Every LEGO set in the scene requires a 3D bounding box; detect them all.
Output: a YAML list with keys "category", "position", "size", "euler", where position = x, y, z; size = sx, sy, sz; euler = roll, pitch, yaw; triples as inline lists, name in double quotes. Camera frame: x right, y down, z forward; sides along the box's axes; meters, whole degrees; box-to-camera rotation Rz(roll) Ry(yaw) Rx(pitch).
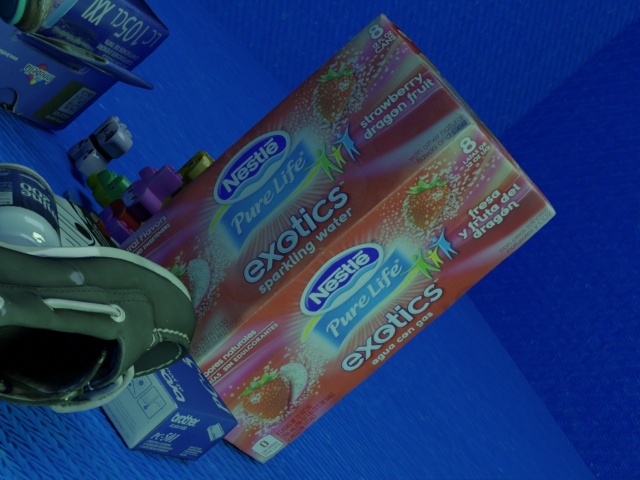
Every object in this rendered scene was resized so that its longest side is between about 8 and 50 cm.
- category: "LEGO set"
  position: [-0.135, -0.047, 1.456]
  size: [0.087, 0.093, 0.227]
  euler: [47, 1, -26]

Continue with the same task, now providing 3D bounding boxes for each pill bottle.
- category: "pill bottle"
  position: [-0.195, 0.002, 1.076]
  size: [0.067, 0.067, 0.120]
  euler: [45, 9, -24]

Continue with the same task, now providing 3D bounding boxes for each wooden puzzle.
- category: "wooden puzzle"
  position: [-0.166, 0.006, 1.408]
  size: [0.116, 0.014, 0.078]
  euler: [47, 8, -14]

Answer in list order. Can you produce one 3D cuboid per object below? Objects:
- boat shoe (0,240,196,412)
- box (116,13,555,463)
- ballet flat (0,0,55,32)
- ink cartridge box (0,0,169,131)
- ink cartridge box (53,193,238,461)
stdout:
- category: "boat shoe"
  position: [-0.169, 0.051, 0.899]
  size: [0.335, 0.112, 0.095]
  euler: [25, 42, -58]
- category: "box"
  position: [0.000, 0.000, 1.297]
  size: [0.142, 0.300, 0.154]
  euler: [41, 12, -47]
- category: "ballet flat"
  position: [-0.213, -0.287, 1.268]
  size: [0.106, 0.107, 0.316]
  euler: [-6, 61, -30]
- category: "ink cartridge box"
  position: [-0.299, -0.255, 1.456]
  size: [0.395, 0.151, 0.270]
  euler: [53, 9, 16]
- category: "ink cartridge box"
  position: [-0.145, 0.054, 1.176]
  size: [0.207, 0.046, 0.097]
  euler: [52, 9, 23]
